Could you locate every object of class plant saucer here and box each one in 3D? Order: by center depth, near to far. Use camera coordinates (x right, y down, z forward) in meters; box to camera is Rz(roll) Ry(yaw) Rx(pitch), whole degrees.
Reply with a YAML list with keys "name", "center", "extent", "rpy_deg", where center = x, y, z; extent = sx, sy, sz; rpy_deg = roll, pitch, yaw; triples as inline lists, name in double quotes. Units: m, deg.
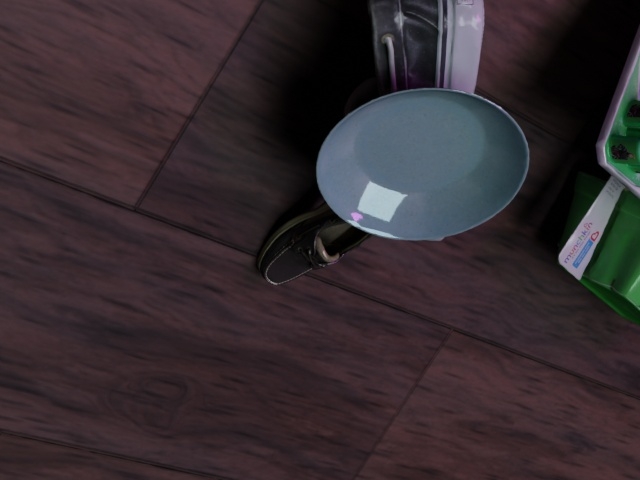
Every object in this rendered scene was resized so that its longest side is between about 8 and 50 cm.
- name: "plant saucer"
  center: [0.092, -0.078, 1.429]
  extent: [0.195, 0.037, 0.195]
  rpy_deg: [-2, 137, -2]

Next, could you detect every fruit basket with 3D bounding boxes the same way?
- name: "fruit basket"
  center: [0.426, -0.070, 1.814]
  extent: [0.327, 0.165, 0.353]
  rpy_deg: [33, 81, -48]

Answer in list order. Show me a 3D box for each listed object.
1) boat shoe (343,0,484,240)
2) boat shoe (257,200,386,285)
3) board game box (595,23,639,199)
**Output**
- name: "boat shoe"
  center: [0.081, -0.128, 1.493]
  extent: [0.119, 0.121, 0.335]
  rpy_deg: [-1, 138, -2]
- name: "boat shoe"
  center: [0.000, 0.000, 1.526]
  extent: [0.152, 0.049, 0.056]
  rpy_deg: [-38, 127, 22]
- name: "board game box"
  center: [0.475, -0.178, 1.690]
  extent: [0.390, 0.050, 0.390]
  rpy_deg: [33, 74, -42]
